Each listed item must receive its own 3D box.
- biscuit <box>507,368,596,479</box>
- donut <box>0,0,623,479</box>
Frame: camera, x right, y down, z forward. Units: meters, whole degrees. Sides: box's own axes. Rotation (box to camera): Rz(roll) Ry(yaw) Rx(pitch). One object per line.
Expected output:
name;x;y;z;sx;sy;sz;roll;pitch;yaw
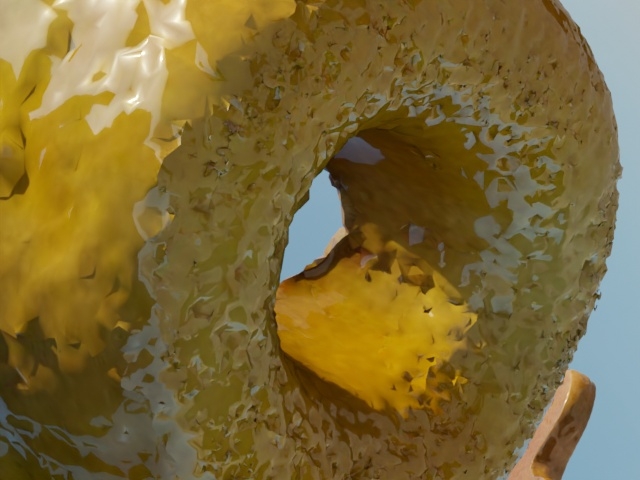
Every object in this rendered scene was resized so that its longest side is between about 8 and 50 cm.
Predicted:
biscuit;0.113;0.141;0.763;0.036;0.165;0.250;27;-162;-8
donut;0.002;0.000;0.452;0.108;0.277;0.277;23;178;41
